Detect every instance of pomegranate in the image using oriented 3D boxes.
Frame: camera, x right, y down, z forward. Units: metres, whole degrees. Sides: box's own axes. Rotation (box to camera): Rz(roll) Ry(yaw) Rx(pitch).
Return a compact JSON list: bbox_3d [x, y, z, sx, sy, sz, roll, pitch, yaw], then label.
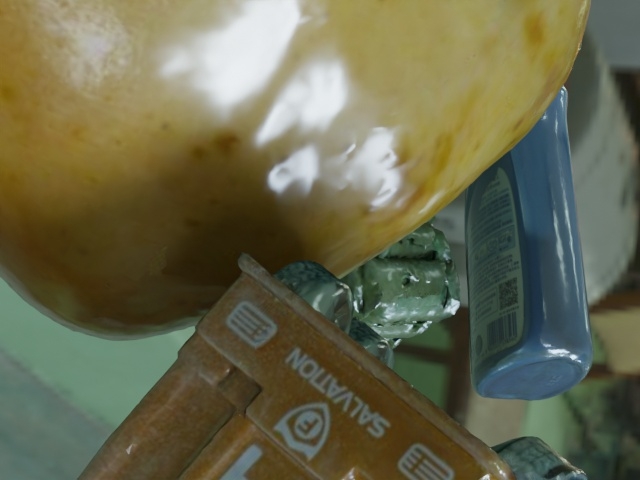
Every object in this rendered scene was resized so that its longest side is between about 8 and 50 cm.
[{"bbox_3d":[-0.067,-0.148,0.865,0.410,0.410,0.410,6,90,-67],"label":"pomegranate"}]

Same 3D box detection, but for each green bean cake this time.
[{"bbox_3d":[0.000,0.000,1.945,0.132,0.241,0.255,-4,72,-40],"label":"green bean cake"}]

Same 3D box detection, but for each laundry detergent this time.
[{"bbox_3d":[0.113,-0.018,1.099,0.096,0.061,0.206,116,-26,-68],"label":"laundry detergent"}]

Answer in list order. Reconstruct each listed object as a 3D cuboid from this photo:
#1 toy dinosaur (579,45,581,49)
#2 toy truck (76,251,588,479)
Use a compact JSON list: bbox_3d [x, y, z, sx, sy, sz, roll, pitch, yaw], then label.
[{"bbox_3d":[0.191,-0.146,1.600,0.083,0.030,0.047,-64,-176,-39],"label":"toy dinosaur"},{"bbox_3d":[0.017,0.142,0.744,0.162,0.136,0.305,-47,151,-8],"label":"toy truck"}]
